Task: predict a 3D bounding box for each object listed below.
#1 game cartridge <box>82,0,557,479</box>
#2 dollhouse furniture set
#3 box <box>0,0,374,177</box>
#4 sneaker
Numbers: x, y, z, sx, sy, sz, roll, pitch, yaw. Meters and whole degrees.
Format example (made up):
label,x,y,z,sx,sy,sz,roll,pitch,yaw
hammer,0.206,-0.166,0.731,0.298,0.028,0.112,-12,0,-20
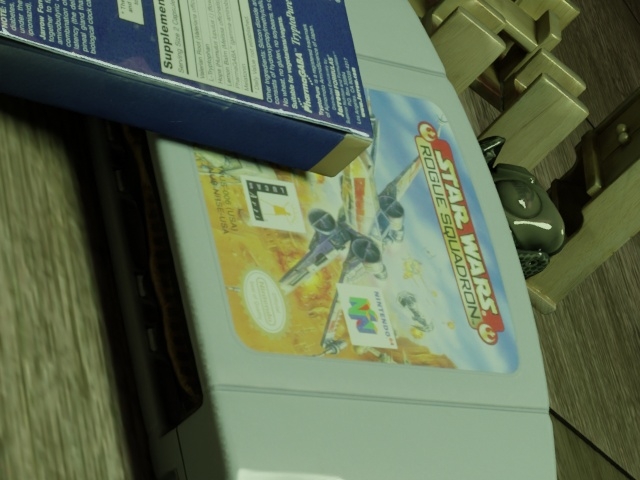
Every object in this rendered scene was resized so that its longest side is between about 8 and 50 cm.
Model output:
label,x,y,z,sx,sy,sz,roll,pitch,yaw
game cartridge,0.000,0.000,0.807,0.198,0.062,0.297,5,59,-36
dollhouse furniture set,0.129,-0.090,1.352,0.242,0.161,0.212,37,27,-17
box,-0.086,-0.111,0.741,0.225,0.036,0.136,14,52,-36
sneaker,0.040,-0.016,0.946,0.227,0.130,0.087,29,40,-60
